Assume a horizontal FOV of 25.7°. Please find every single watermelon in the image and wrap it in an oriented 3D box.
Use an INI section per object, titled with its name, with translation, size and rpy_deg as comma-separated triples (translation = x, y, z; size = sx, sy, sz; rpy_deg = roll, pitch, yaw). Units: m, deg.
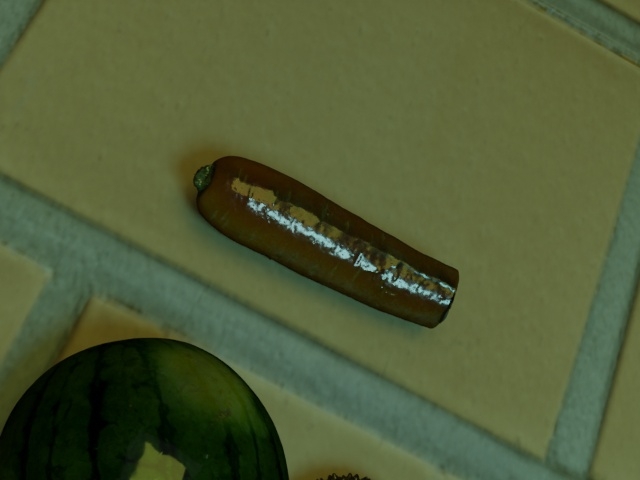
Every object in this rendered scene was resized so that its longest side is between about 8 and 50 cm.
[watermelon]
translation = -0.113, 0.163, 0.928
size = 0.204, 0.127, 0.232
rpy_deg = 7, 62, -14

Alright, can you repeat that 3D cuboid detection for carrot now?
[carrot]
translation = 0.000, 0.000, 1.105
size = 0.225, 0.067, 0.067
rpy_deg = 27, 56, -9

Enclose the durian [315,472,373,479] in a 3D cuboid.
[durian]
translation = 0.038, 0.220, 0.998
size = 0.140, 0.071, 0.110
rpy_deg = 34, 55, -8
